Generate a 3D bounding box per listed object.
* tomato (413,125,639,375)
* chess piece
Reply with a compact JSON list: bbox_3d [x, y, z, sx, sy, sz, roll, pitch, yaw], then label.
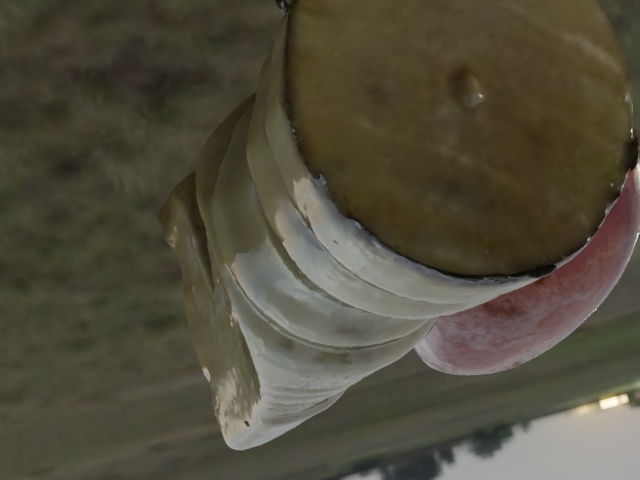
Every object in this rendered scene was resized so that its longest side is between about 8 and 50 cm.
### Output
[{"bbox_3d":[0.073,-0.030,0.752,0.151,0.187,0.187,-39,172,-3],"label":"tomato"},{"bbox_3d":[0.000,0.000,0.614,0.137,0.137,0.301,-12,164,-24],"label":"chess piece"}]
